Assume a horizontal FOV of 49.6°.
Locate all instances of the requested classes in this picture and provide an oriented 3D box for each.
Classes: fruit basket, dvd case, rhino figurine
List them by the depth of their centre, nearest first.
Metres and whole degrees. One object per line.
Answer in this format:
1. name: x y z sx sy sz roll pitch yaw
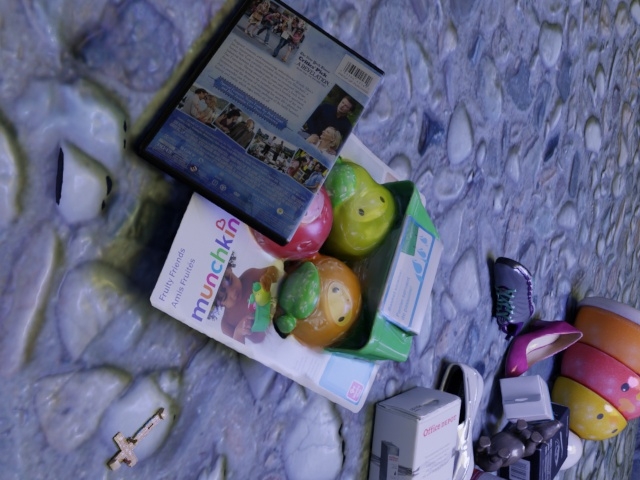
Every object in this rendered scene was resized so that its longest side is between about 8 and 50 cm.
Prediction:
1. dvd case: -0.055 -0.142 0.756 0.180 0.022 0.253 32 66 -8
2. fruit basket: 0.000 0.000 0.832 0.353 0.165 0.327 41 60 -42
3. rhino figurine: 0.445 0.447 1.544 0.243 0.073 0.106 -14 143 -22

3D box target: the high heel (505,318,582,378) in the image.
1. high heel: 0.528 0.264 1.644 0.244 0.117 0.082 -29 121 -47

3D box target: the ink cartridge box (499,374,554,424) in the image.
1. ink cartridge box: 0.468 0.363 1.575 0.143 0.092 0.090 41 41 -57

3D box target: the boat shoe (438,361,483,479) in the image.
1. boat shoe: 0.243 0.358 1.320 0.084 0.095 0.258 34 60 -47

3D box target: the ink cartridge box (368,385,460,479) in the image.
1. ink cartridge box: 0.162 0.379 1.201 0.158 0.092 0.218 -3 102 -53

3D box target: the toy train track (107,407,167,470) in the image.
1. toy train track: -0.194 0.215 0.749 0.083 0.014 0.048 -46 132 -38

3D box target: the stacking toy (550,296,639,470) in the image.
1. stacking toy: 0.757 0.427 1.895 0.480 0.350 0.350 -54 139 -8

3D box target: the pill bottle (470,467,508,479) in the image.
1. pill bottle: 0.391 0.564 1.443 0.121 0.221 0.121 -17 112 -50

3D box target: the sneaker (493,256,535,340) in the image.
1. sneaker: 0.411 0.131 1.491 0.098 0.083 0.224 -56 138 -22

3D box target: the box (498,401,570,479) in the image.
1. box: 0.529 0.510 1.712 0.207 0.108 0.153 -26 118 -48
